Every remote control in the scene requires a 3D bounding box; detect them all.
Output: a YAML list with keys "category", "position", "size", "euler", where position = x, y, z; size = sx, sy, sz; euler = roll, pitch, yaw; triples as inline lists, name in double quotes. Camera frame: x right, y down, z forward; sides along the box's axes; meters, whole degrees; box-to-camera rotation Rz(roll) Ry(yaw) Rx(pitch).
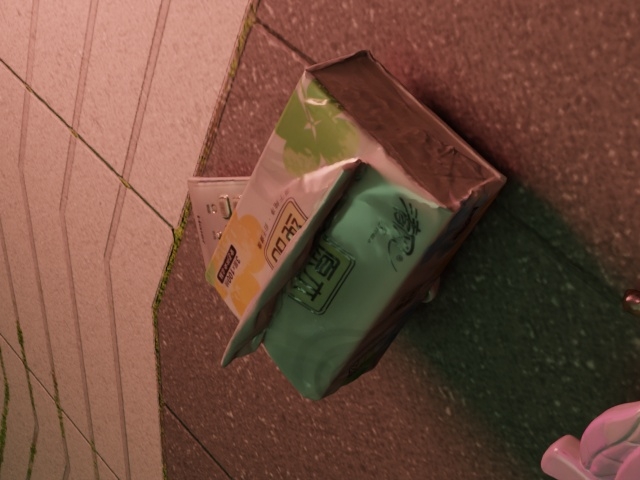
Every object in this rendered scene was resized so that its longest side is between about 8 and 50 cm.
- category: "remote control"
  position: [-0.014, -0.011, 0.853]
  size: [0.313, 0.055, 0.109]
  euler: [3, 108, 45]

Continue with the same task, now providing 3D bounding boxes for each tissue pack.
- category: "tissue pack"
  position: [0.000, 0.000, 0.699]
  size: [0.159, 0.145, 0.229]
  euler: [47, 131, 19]

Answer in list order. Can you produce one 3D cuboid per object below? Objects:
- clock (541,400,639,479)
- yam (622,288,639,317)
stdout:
- category: "clock"
  position: [0.286, 0.230, 0.576]
  size: [0.338, 0.102, 0.338]
  euler: [33, 140, 33]
- category: "yam"
  position: [0.290, 0.070, 0.549]
  size: [0.234, 0.027, 0.029]
  euler: [22, 169, 40]
